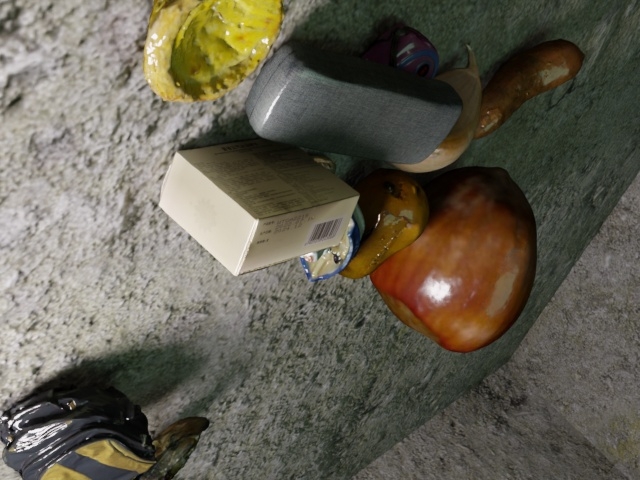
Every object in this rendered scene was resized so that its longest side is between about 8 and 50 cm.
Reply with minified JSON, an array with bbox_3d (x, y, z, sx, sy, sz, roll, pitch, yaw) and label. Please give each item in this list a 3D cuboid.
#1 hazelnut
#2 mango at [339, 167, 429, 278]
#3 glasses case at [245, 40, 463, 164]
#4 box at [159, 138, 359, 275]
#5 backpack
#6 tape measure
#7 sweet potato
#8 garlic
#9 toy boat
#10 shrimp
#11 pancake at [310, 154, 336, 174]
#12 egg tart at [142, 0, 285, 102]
[{"bbox_3d":[0.270,0.033,1.695,0.365,0.366,0.366,-36,155,-20],"label":"hazelnut"},{"bbox_3d":[0.102,-0.025,1.546,0.151,0.156,0.249,-74,-174,-49],"label":"mango"},{"bbox_3d":[0.052,-0.182,1.191,0.323,0.074,0.131,5,136,-39],"label":"glasses case"},{"bbox_3d":[-0.081,-0.056,1.165,0.212,0.168,0.095,-16,140,-48],"label":"box"},{"bbox_3d":[-0.380,0.301,1.323,0.206,0.133,0.258,-36,150,0],"label":"backpack"},{"bbox_3d":[0.111,-0.259,1.272,0.118,0.074,0.125,-43,152,9],"label":"tape measure"},{"bbox_3d":[0.372,-0.293,1.622,0.291,0.097,0.097,-34,155,-11],"label":"sweet potato"},{"bbox_3d":[0.179,-0.206,1.430,0.245,0.145,0.164,-35,124,-27],"label":"garlic"},{"bbox_3d":[0.000,0.000,1.374,0.115,0.114,0.262,-57,168,-18],"label":"toy boat"},{"bbox_3d":[-0.331,0.436,1.480,0.272,0.085,0.445,-34,-176,30],"label":"shrimp"},{"bbox_3d":[-0.036,-0.078,1.383,0.158,0.028,0.158,-39,155,-22],"label":"pancake"},{"bbox_3d":[-0.122,-0.231,0.932,0.191,0.074,0.191,-37,156,-20],"label":"egg tart"}]
